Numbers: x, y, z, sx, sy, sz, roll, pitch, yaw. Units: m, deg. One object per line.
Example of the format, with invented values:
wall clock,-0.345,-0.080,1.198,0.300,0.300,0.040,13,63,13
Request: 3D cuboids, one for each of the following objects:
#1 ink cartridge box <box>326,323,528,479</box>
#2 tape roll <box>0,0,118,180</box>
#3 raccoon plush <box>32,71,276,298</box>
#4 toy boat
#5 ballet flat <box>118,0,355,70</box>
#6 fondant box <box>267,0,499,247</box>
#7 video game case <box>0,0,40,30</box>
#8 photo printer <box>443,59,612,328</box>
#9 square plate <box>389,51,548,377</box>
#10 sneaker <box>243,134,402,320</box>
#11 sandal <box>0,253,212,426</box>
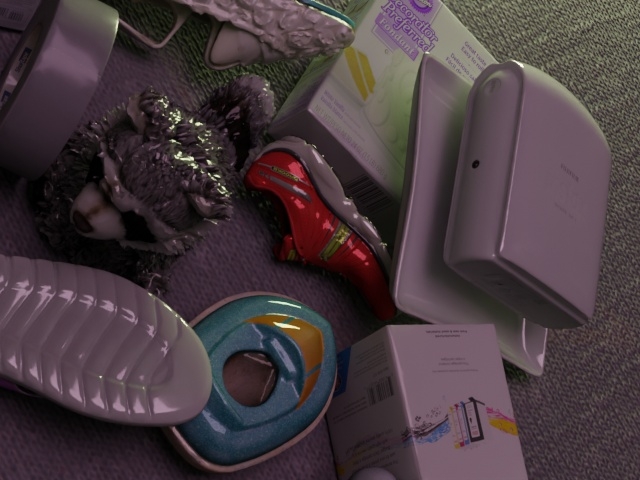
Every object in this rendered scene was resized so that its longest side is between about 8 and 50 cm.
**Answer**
ink cartridge box,0.125,0.236,1.763,0.168,0.171,0.233,2,69,-33
tape roll,-0.310,-0.180,1.631,0.072,0.219,0.219,26,57,-20
raccoon plush,-0.152,-0.134,1.665,0.216,0.299,0.446,38,52,-13
toy boat,-0.034,0.205,1.685,0.267,0.148,0.318,-37,91,-39
ballet flat,-0.162,-0.294,1.844,0.409,0.147,0.147,21,58,-13
fondant box,0.102,-0.189,1.980,0.238,0.096,0.330,44,50,-18
video game case,-0.396,-0.332,1.670,0.190,0.173,0.022,8,39,-38
photo printer,0.281,-0.068,1.897,0.256,0.107,0.307,33,60,-42
square plate,0.206,-0.025,1.923,0.344,0.049,0.347,28,63,-45
sneaker,0.000,0.000,1.851,0.118,0.107,0.279,-38,100,-11
sandal,-0.320,0.102,1.574,0.416,0.102,0.169,18,58,-9
